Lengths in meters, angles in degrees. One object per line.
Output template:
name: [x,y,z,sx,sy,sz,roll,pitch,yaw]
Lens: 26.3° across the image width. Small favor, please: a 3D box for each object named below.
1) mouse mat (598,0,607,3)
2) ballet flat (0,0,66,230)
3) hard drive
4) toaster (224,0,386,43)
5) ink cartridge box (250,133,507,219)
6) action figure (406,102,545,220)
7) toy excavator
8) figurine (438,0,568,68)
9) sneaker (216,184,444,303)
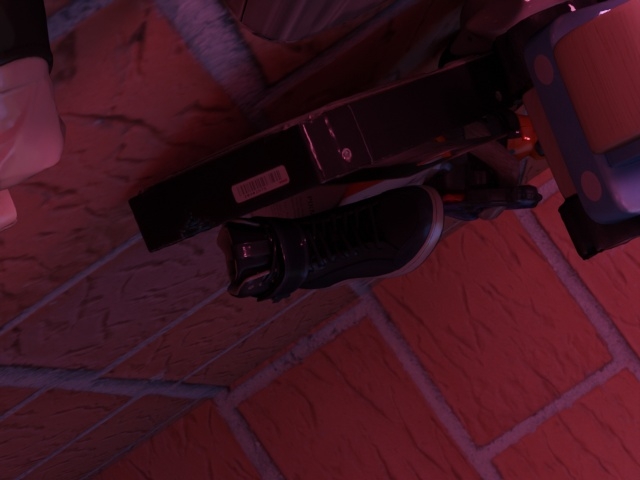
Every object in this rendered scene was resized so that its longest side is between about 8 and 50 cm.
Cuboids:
mouse mat: [0.327,-0.238,1.374,0.152,0.007,0.190,-22,168,-6]
ballet flat: [-0.190,-0.062,0.764,0.095,0.096,0.280,-29,170,-27]
hard drive: [0.016,-0.090,1.274,0.237,0.064,0.339,-19,-177,44]
toaster: [0.025,-0.201,0.716,0.227,0.129,0.146,-33,175,-22]
ink cartridge box: [0.064,-0.061,1.497,0.232,0.066,0.189,3,-161,42]
action figure: [0.174,-0.121,1.760,0.330,0.179,0.341,-17,-171,-43]
toy excavator: [0.298,-0.137,1.092,0.433,0.222,0.445,-19,174,-24]
figurine: [0.213,-0.227,1.396,0.209,0.092,0.215,-29,169,-9]
sneaker: [0.000,0.002,1.353,0.163,0.086,0.226,3,159,-43]
